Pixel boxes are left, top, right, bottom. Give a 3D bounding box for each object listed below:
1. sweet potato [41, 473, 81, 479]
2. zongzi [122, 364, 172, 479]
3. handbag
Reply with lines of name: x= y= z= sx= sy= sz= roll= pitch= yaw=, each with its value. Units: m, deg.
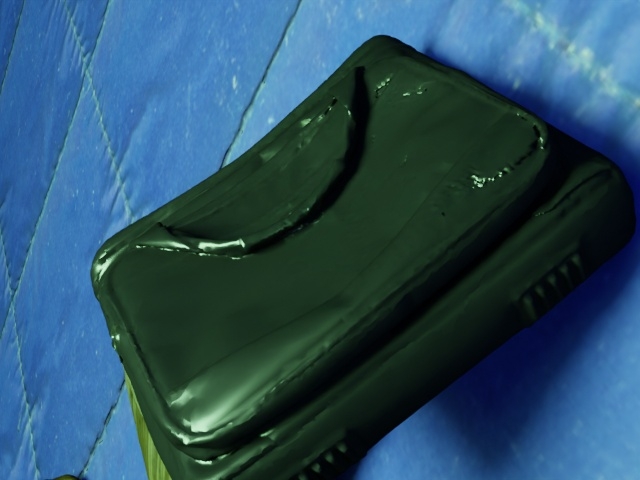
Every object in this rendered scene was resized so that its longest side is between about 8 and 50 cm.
sweet potato: x=-0.376 y=0.360 z=1.102 sx=0.274 sy=0.067 sz=0.067 roll=-37 pitch=55 yaw=45
zongzi: x=-0.096 y=0.166 z=0.646 sx=0.286 sy=0.134 sz=0.288 roll=20 pitch=101 yaw=58
handbag: x=0.000 y=0.000 z=0.459 sx=0.275 sy=0.088 sz=0.244 roll=-40 pitch=39 yaw=-2
